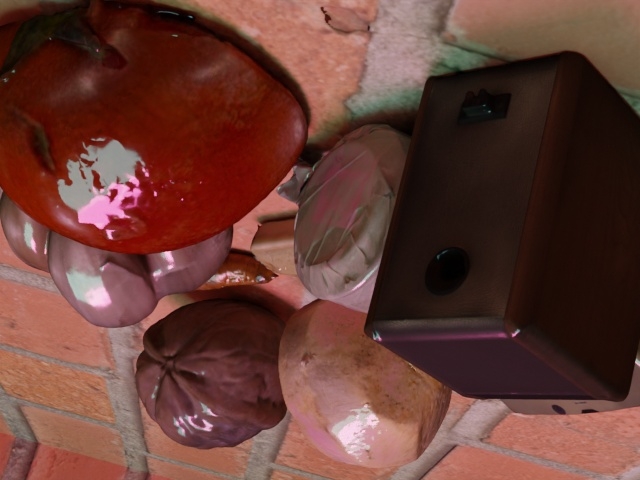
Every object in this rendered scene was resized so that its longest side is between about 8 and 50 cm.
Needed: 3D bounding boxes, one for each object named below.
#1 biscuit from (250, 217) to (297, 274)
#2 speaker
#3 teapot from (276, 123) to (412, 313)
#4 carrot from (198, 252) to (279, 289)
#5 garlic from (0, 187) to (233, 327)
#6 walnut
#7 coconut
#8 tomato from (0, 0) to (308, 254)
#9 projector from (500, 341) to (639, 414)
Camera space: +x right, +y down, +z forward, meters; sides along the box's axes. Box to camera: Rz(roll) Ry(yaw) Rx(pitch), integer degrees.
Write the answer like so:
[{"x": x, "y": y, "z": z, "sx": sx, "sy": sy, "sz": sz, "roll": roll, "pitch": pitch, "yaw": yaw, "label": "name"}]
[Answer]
[{"x": 0.000, "y": 0.000, "z": 1.368, "sx": 0.188, "sy": 0.052, "sz": 0.056, "roll": -8, "pitch": 133, "yaw": 45, "label": "biscuit"}, {"x": 0.160, "y": -0.001, "z": 1.010, "sx": 0.153, "sy": 0.231, "sz": 0.192, "roll": -5, "pitch": 151, "yaw": 41, "label": "speaker"}, {"x": 0.065, "y": 0.001, "z": 1.178, "sx": 0.178, "sy": 0.163, "sz": 0.221, "roll": 23, "pitch": 159, "yaw": -31, "label": "teapot"}, {"x": -0.163, "y": 0.038, "z": 1.568, "sx": 0.247, "sy": 0.059, "sz": 0.059, "roll": -2, "pitch": 153, "yaw": 29, "label": "carrot"}, {"x": -0.229, "y": -0.024, "z": 1.386, "sx": 0.237, "sy": 0.210, "sz": 0.292, "roll": 47, "pitch": 166, "yaw": 14, "label": "garlic"}, {"x": -0.132, "y": 0.176, "z": 1.682, "sx": 0.224, "sy": 0.224, "sz": 0.224, "roll": 13, "pitch": 159, "yaw": 5, "label": "walnut"}, {"x": 0.052, "y": 0.163, "z": 1.519, "sx": 0.197, "sy": 0.237, "sz": 0.237, "roll": -15, "pitch": 172, "yaw": -27, "label": "coconut"}, {"x": -0.174, "y": -0.073, "z": 1.139, "sx": 0.309, "sy": 0.170, "sz": 0.309, "roll": 14, "pitch": 158, "yaw": 6, "label": "tomato"}, {"x": 0.244, "y": 0.094, "z": 1.338, "sx": 0.193, "sy": 0.088, "sz": 0.269, "roll": 44, "pitch": 153, "yaw": -14, "label": "projector"}]
